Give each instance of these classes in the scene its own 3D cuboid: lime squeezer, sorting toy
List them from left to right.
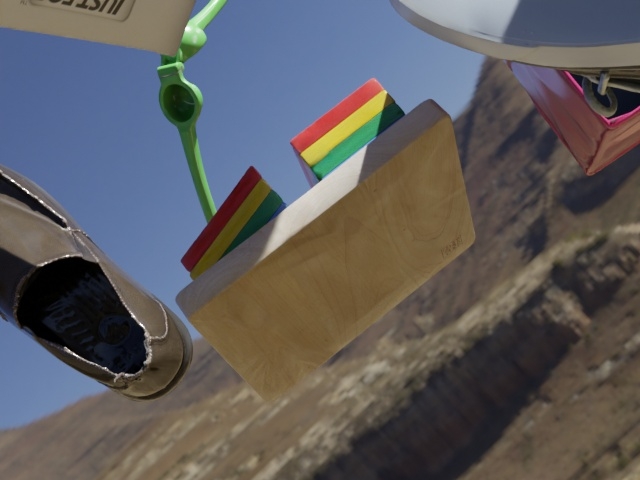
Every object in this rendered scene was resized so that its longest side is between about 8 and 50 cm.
[{"bbox_3d":[-0.148,-0.178,1.310,0.059,0.310,0.110,-2,-15,17],"label":"lime squeezer"},{"bbox_3d":[0.000,0.000,0.996,0.255,0.089,0.257,-38,-25,-5],"label":"sorting toy"}]

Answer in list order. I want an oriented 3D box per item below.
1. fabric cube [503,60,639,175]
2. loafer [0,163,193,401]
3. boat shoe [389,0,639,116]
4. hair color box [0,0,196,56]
[{"bbox_3d":[0.251,-0.239,0.924,0.254,0.259,0.258,-37,-9,6],"label":"fabric cube"},{"bbox_3d":[-0.169,0.013,0.677,0.080,0.220,0.078,-56,-1,-8],"label":"loafer"},{"bbox_3d":[0.193,-0.145,0.736,0.105,0.306,0.113,83,-171,-68],"label":"boat shoe"},{"bbox_3d":[-0.091,-0.281,0.504,0.185,0.114,0.374,-8,-57,-65],"label":"hair color box"}]
